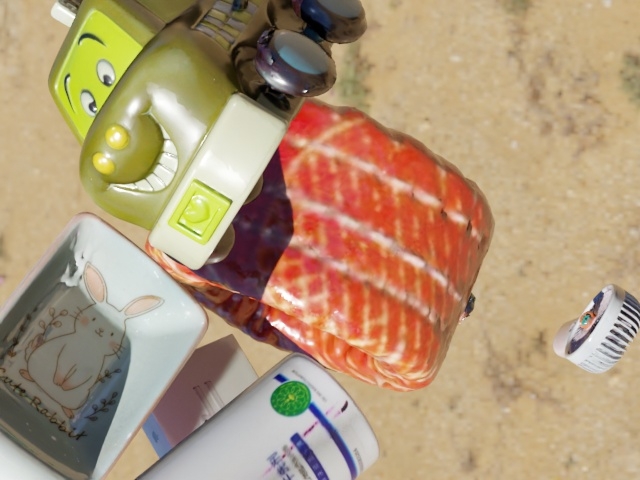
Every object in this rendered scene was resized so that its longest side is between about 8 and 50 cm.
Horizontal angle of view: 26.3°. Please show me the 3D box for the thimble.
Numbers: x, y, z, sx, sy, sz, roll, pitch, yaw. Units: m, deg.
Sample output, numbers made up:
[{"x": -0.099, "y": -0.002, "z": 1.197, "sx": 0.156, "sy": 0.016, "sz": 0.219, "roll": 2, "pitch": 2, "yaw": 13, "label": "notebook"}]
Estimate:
[{"x": 0.000, "y": 0.000, "z": 1.470, "sx": 0.350, "sy": 0.350, "sz": 0.230, "roll": 1, "pitch": 62, "yaw": 60, "label": "thimble"}]

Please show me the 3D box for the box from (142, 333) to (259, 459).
[{"x": -0.121, "y": 0.185, "z": 1.464, "sx": 0.129, "sy": 0.130, "sz": 0.051, "roll": 57, "pitch": 147, "yaw": 18, "label": "box"}]

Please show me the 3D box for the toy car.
[{"x": -0.103, "y": -0.118, "z": 0.986, "sx": 0.204, "sy": 0.198, "sz": 0.248, "roll": -54, "pitch": 8, "yaw": 38, "label": "toy car"}]

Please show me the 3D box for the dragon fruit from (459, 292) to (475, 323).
[{"x": 0.100, "y": 0.074, "z": 1.832, "sx": 0.269, "sy": 0.198, "sz": 0.200, "roll": 107, "pitch": 158, "yaw": -48, "label": "dragon fruit"}]

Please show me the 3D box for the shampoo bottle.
[{"x": -0.102, "y": 0.193, "z": 0.836, "sx": 0.092, "sy": 0.303, "sz": 0.092, "roll": 44, "pitch": 158, "yaw": 22, "label": "shampoo bottle"}]

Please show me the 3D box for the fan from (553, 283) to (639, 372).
[{"x": 0.403, "y": 0.139, "z": 2.055, "sx": 0.130, "sy": 0.074, "sz": 0.244, "roll": -58, "pitch": 2, "yaw": -13, "label": "fan"}]

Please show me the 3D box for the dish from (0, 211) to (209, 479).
[{"x": -0.214, "y": 0.107, "z": 1.141, "sx": 0.064, "sy": 0.154, "sz": 0.234, "roll": -21, "pitch": 31, "yaw": 56, "label": "dish"}]
